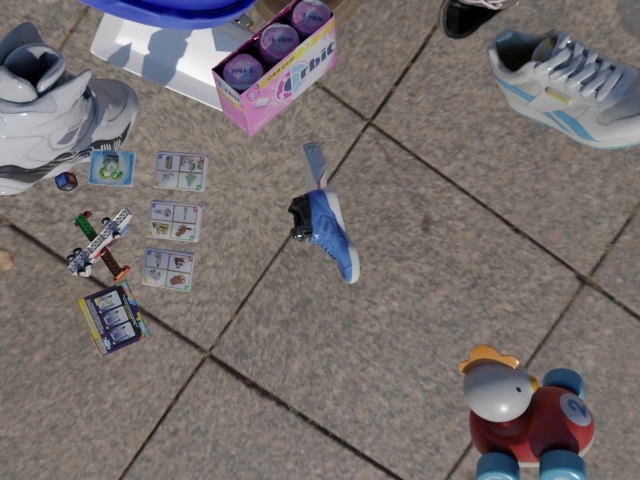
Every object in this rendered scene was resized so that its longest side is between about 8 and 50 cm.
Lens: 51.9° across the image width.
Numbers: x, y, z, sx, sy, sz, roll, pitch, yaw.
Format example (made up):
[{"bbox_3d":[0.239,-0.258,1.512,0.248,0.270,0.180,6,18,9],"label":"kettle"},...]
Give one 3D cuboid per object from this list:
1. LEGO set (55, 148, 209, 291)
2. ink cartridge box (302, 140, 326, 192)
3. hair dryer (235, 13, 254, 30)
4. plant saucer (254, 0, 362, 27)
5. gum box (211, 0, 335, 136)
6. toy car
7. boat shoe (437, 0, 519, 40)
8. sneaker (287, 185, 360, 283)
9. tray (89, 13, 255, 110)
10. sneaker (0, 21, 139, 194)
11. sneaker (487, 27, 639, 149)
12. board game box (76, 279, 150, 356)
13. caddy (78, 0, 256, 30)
[{"bbox_3d":[-0.263,-0.032,0.907,0.244,0.060,0.182,5,88,21],"label":"LEGO set"},{"bbox_3d":[0.004,-0.128,1.781,0.056,0.181,0.224,-15,58,-8],"label":"ink cartridge box"},{"bbox_3d":[-0.334,-0.602,1.685,0.224,0.294,0.080,21,92,35],"label":"hair dryer"},{"bbox_3d":[-0.030,-0.570,1.370,0.278,0.041,0.277,1,94,16],"label":"plant saucer"},{"bbox_3d":[-0.056,-0.247,0.920,0.062,0.107,0.188,42,75,15],"label":"gum box"},{"bbox_3d":[0.331,0.266,1.108,0.210,0.219,0.238,-14,121,29],"label":"toy car"},{"bbox_3d":[0.246,-0.370,1.000,0.112,0.335,0.095,17,100,-1],"label":"boat shoe"},{"bbox_3d":[0.000,0.000,0.984,0.085,0.058,0.152,-18,91,-19],"label":"sneaker"},{"bbox_3d":[-0.195,-0.292,1.004,0.271,0.030,0.145,20,127,-25],"label":"tray"},{"bbox_3d":[-0.386,-0.220,1.009,0.137,0.366,0.210,39,128,2],"label":"sneaker"},{"bbox_3d":[0.267,-0.165,0.693,0.087,0.229,0.092,-52,129,-4],"label":"sneaker"},{"bbox_3d":[-0.565,0.212,1.795,0.141,0.048,0.170,-22,93,-15],"label":"board game box"},{"bbox_3d":[-0.079,-0.254,0.321,0.179,0.341,0.241,-27,121,37],"label":"caddy"}]
